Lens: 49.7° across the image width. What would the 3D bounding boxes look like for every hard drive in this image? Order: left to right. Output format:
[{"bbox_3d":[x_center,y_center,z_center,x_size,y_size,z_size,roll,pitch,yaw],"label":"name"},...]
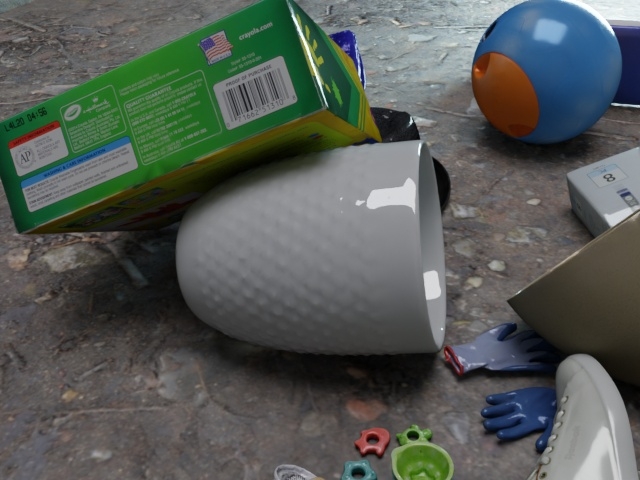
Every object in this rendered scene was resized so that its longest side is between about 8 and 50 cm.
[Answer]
[{"bbox_3d":[0.611,-0.395,1.528,0.319,0.210,0.040,9,56,16],"label":"hard drive"}]

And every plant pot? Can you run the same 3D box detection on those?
[{"bbox_3d":[0.408,0.072,0.867,0.284,0.284,0.191,-27,76,-30],"label":"plant pot"}]

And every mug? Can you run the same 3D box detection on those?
[{"bbox_3d":[0.000,0.000,0.976,0.328,0.276,0.374,-4,21,15],"label":"mug"}]

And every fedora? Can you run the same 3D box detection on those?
[{"bbox_3d":[0.086,-0.146,1.261,0.334,0.152,0.334,-2,35,2],"label":"fedora"}]

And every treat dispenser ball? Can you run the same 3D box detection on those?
[{"bbox_3d":[0.450,-0.339,1.389,0.288,0.288,0.288,-2,35,1],"label":"treat dispenser ball"}]

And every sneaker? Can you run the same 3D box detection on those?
[{"bbox_3d":[0.262,0.236,0.733,0.123,0.106,0.290,1,40,7],"label":"sneaker"}]

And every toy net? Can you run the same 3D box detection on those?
[{"bbox_3d":[0.028,0.259,0.782,0.232,0.045,0.122,-8,35,-6],"label":"toy net"}]

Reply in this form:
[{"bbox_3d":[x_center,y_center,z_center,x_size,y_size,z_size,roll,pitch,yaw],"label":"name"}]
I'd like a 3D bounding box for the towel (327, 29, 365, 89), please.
[{"bbox_3d":[-0.072,-0.284,1.268,0.308,0.076,0.227,-13,49,8],"label":"towel"}]

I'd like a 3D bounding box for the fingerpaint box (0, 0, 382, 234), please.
[{"bbox_3d":[-0.170,-0.156,1.017,0.445,0.163,0.371,-20,-4,16],"label":"fingerpaint box"}]

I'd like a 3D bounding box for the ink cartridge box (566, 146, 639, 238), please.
[{"bbox_3d":[0.600,-0.037,1.048,0.308,0.091,0.385,-20,33,5],"label":"ink cartridge box"}]

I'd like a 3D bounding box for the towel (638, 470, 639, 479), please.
[{"bbox_3d":[0.505,0.248,0.761,0.282,0.049,0.187,-26,40,-27],"label":"towel"}]

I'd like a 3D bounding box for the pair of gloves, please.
[{"bbox_3d":[0.260,0.183,0.890,0.159,0.023,0.198,-10,40,-12],"label":"pair of gloves"}]
